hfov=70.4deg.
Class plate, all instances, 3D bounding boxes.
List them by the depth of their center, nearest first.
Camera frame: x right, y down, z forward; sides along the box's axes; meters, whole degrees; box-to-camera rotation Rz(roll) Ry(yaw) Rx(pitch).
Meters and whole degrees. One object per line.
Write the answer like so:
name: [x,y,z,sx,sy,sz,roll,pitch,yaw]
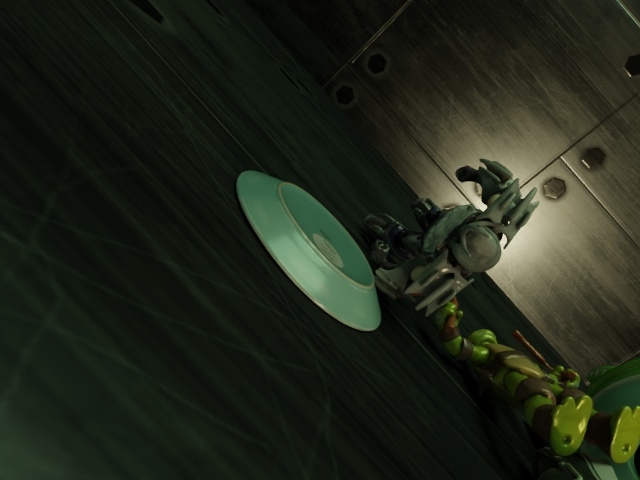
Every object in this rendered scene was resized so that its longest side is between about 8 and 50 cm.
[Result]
plate: [0.000,0.000,0.421,0.188,0.024,0.188,45,16,-16]

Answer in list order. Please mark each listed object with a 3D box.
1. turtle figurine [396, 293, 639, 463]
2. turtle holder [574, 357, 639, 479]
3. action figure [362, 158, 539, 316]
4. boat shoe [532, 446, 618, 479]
turtle figurine: [0.209,0.146,0.502,0.269,0.087,0.217,29,4,-18]
turtle holder: [0.424,0.255,0.455,0.227,0.320,0.244,-22,110,-50]
action figure: [0.132,-0.008,0.527,0.099,0.185,0.285,56,-1,-5]
boat shoe: [0.209,0.228,0.366,0.070,0.078,0.219,10,-4,21]
